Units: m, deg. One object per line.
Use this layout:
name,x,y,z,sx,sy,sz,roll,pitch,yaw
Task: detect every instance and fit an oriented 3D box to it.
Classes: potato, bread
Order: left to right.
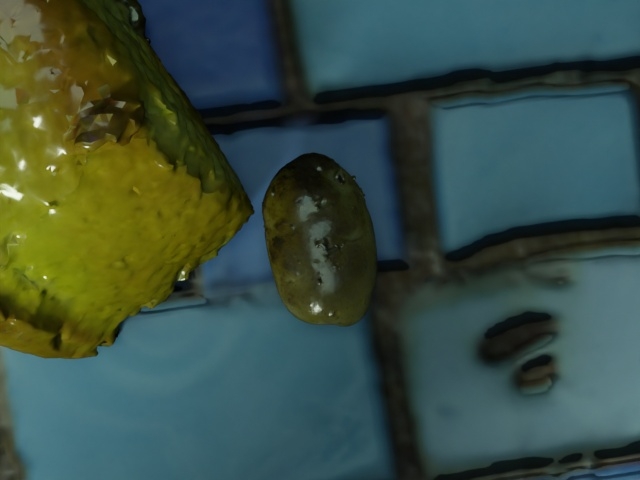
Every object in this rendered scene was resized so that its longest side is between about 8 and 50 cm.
bread,-0.156,-0.074,0.432,0.160,0.147,0.260,-31,83,-1
potato,0.000,0.000,0.473,0.051,0.040,0.083,-13,81,4
